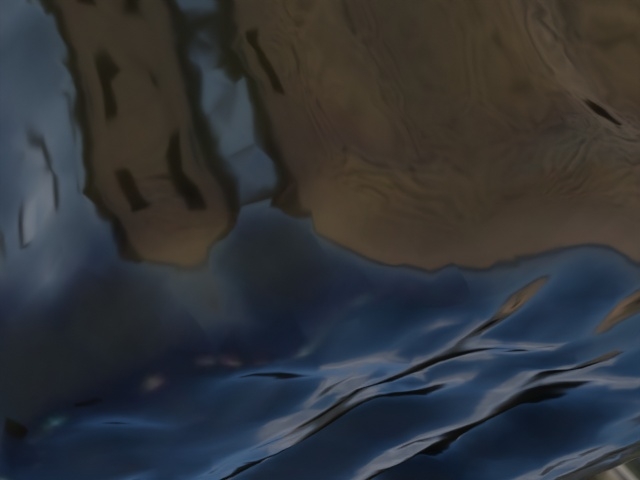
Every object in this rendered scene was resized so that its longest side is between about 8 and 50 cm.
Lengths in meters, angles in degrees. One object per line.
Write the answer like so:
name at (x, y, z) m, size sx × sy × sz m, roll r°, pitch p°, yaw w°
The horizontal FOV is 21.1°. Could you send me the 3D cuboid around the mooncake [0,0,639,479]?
mooncake at (0.000, 0.000, 0.523) m, size 0.290 × 0.290 × 0.161 m, roll 44°, pitch -153°, yaw -61°
